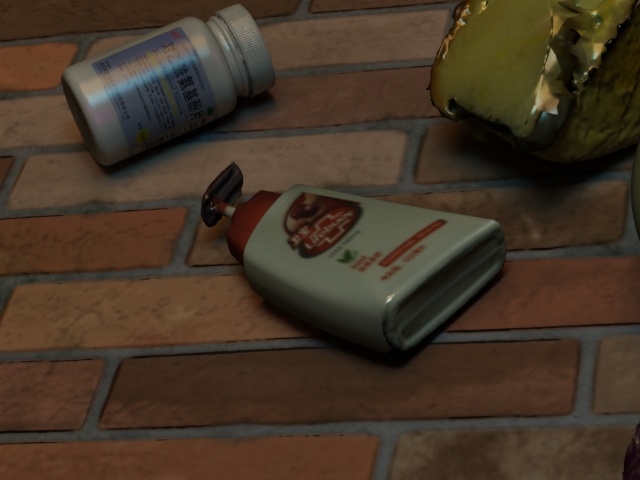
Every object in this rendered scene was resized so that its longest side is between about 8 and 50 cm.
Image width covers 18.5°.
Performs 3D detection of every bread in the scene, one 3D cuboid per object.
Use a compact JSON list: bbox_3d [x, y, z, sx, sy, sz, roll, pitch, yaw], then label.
[{"bbox_3d":[0.224,-0.180,1.745,0.262,0.162,0.204,-50,46,-6],"label":"bread"}]

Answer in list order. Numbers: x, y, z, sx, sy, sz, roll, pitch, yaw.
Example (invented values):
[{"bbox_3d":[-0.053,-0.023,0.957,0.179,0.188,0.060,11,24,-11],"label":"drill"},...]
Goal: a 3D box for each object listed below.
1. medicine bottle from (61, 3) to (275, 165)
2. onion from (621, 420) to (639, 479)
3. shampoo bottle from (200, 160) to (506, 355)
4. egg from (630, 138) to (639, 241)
[{"bbox_3d":[-0.145,-0.151,1.876,0.187,0.102,0.103,-24,38,-12],"label":"medicine bottle"},{"bbox_3d":[0.340,0.124,1.225,0.349,0.159,0.267,-18,21,35],"label":"onion"},{"bbox_3d":[0.000,0.000,1.659,0.284,0.071,0.153,23,49,37],"label":"shampoo bottle"},{"bbox_3d":[0.330,-0.032,1.493,0.186,0.186,0.241,-6,47,11],"label":"egg"}]
